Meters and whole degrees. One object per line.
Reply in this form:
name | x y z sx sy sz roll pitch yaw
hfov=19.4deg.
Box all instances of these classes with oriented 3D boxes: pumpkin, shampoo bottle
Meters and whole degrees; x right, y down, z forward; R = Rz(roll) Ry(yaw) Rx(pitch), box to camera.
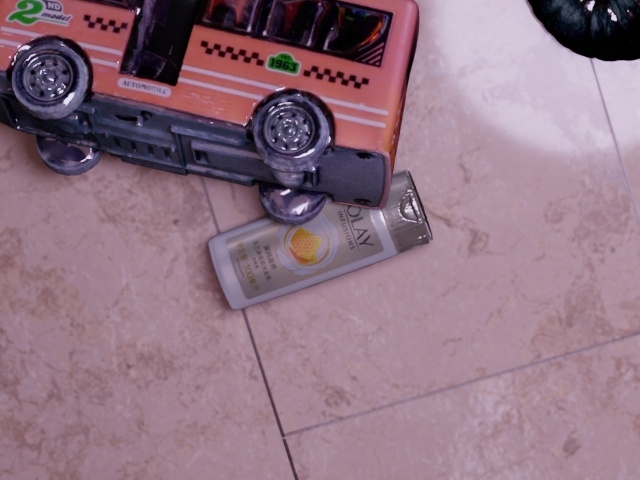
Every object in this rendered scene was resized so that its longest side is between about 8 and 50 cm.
pumpkin | 0.299 -0.277 1.879 0.202 0.140 0.202 7 107 24
shampoo bottle | 0.000 0.000 1.978 0.227 0.056 0.086 -18 91 7

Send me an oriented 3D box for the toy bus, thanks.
toy bus | -0.120 -0.175 1.884 0.427 0.203 0.233 13 73 4
